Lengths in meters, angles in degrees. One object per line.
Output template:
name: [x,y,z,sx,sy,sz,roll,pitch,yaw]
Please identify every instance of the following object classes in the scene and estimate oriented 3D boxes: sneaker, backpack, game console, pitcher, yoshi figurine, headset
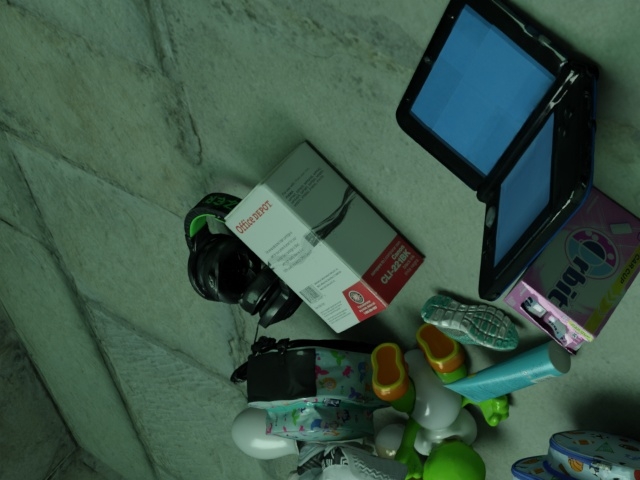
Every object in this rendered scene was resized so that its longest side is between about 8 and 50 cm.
sneaker: [0.031,0.456,1.641,0.137,0.210,0.366,20,165,-12]
backpack: [0.018,0.266,1.766,0.225,0.253,0.191,-18,75,54]
game console: [0.189,-0.106,1.161,0.173,0.250,0.293,14,150,-5]
sneaker: [0.242,0.137,1.538,0.166,0.065,0.076,22,162,37]
pitcher: [-0.093,0.470,2.323,0.207,0.126,0.178,1,148,35]
yoshi figurine: [0.211,0.324,1.682,0.203,0.203,0.362,11,142,33]
headset: [-0.144,0.094,1.796,0.243,0.185,0.394,23,145,30]
backpack: [0.412,0.394,1.458,0.263,0.213,0.276,0,171,44]

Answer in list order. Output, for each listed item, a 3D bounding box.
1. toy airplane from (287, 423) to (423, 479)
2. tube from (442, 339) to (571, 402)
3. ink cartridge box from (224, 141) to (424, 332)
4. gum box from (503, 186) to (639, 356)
toy airplane: [0.104,0.494,1.948,0.386,0.273,0.384,14,175,20]
tube: [0.290,0.212,1.514,0.080,0.052,0.207,33,138,-25]
ink cartridge box: [0.000,0.000,1.572,0.273,0.114,0.197,44,152,-5]
gum box: [0.312,0.037,1.172,0.107,0.188,0.062,38,151,8]
